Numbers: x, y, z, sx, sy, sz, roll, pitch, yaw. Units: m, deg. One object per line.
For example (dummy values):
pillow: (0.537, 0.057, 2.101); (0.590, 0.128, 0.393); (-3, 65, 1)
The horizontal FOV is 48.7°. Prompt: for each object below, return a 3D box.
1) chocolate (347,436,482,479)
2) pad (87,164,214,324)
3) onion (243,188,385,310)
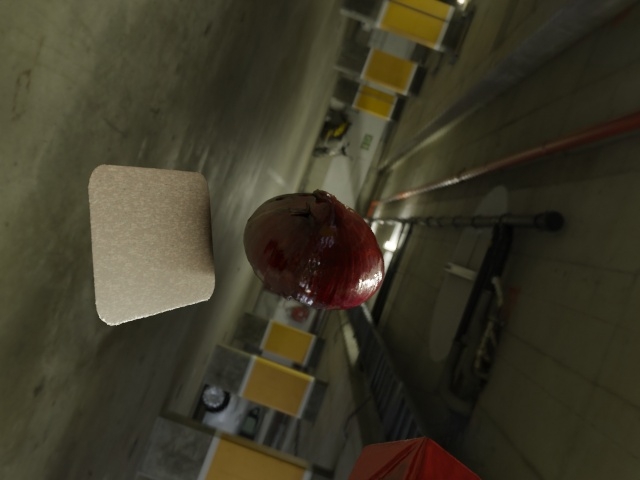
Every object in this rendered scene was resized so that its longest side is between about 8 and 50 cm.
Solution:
chocolate: (0.167, 0.488, 0.955); (0.161, 0.360, 0.341); (-45, -172, 43)
pad: (-0.196, 0.000, 0.863); (0.266, 0.002, 0.176); (-8, 95, -70)
onion: (-0.001, 0.010, 1.109); (0.161, 0.248, 0.248); (-43, -169, 22)
